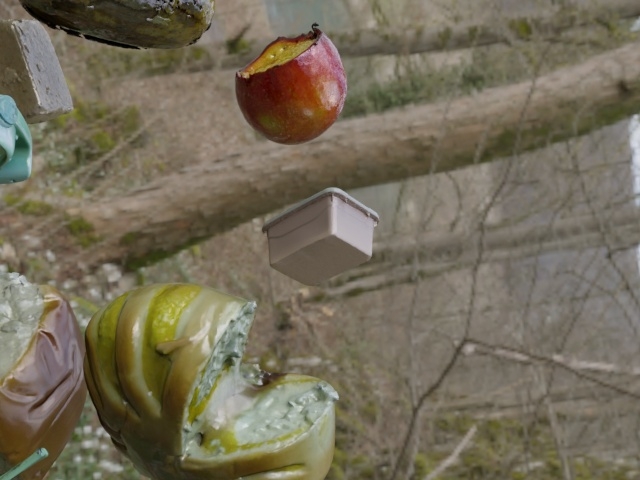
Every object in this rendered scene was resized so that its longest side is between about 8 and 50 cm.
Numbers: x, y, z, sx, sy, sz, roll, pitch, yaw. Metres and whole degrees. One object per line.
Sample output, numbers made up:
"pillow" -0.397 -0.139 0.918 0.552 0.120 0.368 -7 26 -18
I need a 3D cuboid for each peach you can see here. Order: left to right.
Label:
"peach" -0.051 -0.274 1.656 0.226 0.190 0.196 100 -17 -60

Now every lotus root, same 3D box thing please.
"lotus root" -0.351 -0.425 1.608 0.397 0.196 0.179 7 74 -38

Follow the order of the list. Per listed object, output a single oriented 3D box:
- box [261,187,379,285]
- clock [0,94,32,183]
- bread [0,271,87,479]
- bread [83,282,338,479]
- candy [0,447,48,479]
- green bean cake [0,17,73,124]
"box" 0.000 0.000 1.113 0.089 0.122 0.062 30 46 -38
"clock" -0.279 -0.084 0.732 0.135 0.101 0.041 104 -17 -69
"bread" -0.461 0.207 1.411 0.279 0.225 0.250 -80 174 -49
"bread" -0.141 0.201 1.122 0.160 0.333 0.333 -59 146 -42
"candy" -0.373 0.279 0.930 0.077 0.262 0.073 55 -2 0
"green bean cake" -0.519 -0.298 1.709 0.109 0.085 0.179 -24 96 -69
